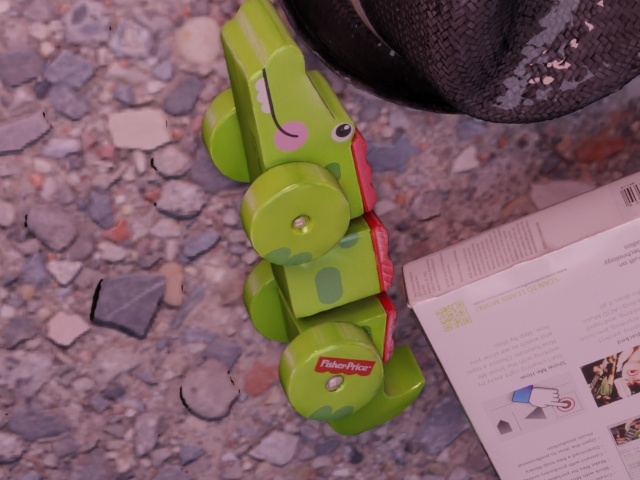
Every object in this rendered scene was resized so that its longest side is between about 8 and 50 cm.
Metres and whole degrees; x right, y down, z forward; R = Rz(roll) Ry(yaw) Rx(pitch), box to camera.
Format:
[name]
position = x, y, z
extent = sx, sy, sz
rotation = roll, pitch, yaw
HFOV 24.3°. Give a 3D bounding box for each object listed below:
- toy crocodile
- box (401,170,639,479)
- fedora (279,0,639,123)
[toy crocodile]
position = 0.000, 0.000, 0.954
extent = 0.105, 0.115, 0.340
rotation = -19, 127, -9
[box]
position = 0.222, 0.106, 1.024
extent = 0.232, 0.058, 0.322
rotation = -21, 120, 11
[fedora]
position = 0.132, -0.184, 0.828
extent = 0.334, 0.152, 0.334
rotation = -9, 131, -10
